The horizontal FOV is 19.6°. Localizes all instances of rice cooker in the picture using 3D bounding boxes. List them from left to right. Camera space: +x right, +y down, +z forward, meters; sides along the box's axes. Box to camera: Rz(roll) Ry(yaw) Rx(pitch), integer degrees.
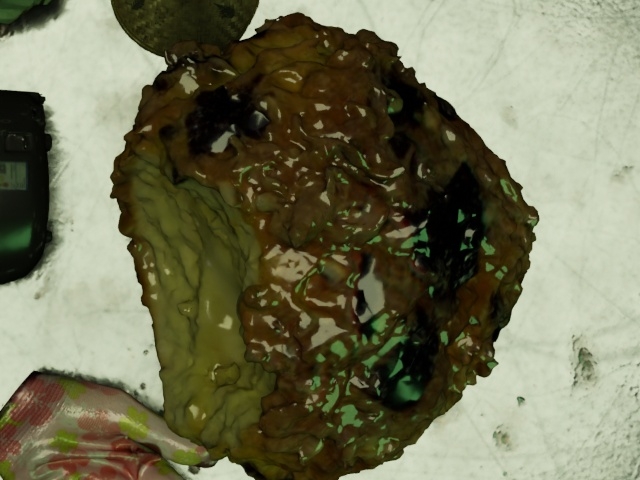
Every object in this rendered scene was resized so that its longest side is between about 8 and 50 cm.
[{"bbox_3d":[-0.307,-0.057,1.676,0.118,0.142,0.203,-2,89,-17],"label":"rice cooker"}]

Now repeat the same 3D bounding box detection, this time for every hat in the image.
[{"bbox_3d":[-0.127,-0.243,1.728,0.146,0.067,0.146,0,89,-4],"label":"hat"}]

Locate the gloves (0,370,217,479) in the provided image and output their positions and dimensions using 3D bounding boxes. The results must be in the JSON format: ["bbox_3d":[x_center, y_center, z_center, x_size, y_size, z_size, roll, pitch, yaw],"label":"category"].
[{"bbox_3d":[-0.189,0.220,1.689,0.241,0.126,0.145,37,62,0],"label":"gloves"}]

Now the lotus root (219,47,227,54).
[{"bbox_3d":[-0.100,-0.110,1.718,0.088,0.088,0.165,25,90,-3],"label":"lotus root"}]

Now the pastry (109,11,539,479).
[{"bbox_3d":[0.014,0.005,1.605,0.337,0.292,0.405,-20,106,-31],"label":"pastry"}]

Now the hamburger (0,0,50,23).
[{"bbox_3d":[-0.295,-0.315,1.692,0.235,0.125,0.214,-33,97,-1],"label":"hamburger"}]
